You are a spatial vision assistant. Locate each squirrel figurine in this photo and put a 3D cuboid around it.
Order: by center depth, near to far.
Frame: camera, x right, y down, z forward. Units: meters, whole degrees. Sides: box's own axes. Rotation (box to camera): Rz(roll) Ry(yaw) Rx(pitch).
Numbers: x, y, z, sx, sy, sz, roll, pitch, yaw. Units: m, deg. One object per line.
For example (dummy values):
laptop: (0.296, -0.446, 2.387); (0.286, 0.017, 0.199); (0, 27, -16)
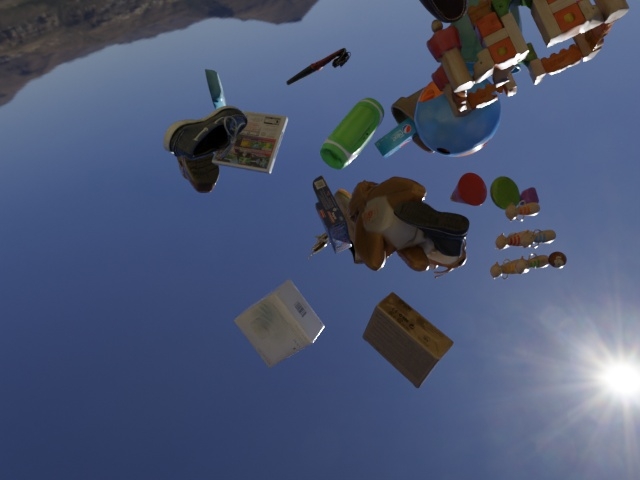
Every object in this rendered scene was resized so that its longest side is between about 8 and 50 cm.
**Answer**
squirrel figurine: (0.289, -0.045, 1.466); (0.370, 0.281, 0.397); (17, -167, -31)

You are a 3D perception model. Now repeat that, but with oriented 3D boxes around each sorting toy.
sorting toy: (0.628, -0.162, 1.662); (0.365, 0.127, 0.126); (3, 168, -21)

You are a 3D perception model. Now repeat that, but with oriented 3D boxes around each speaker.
speaker: (0.125, -0.411, 1.715); (0.131, 0.131, 0.296); (17, -119, 42)

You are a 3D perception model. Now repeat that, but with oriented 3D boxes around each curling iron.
curling iron: (-0.016, -0.603, 1.566); (0.274, 0.035, 0.068); (-9, -127, 35)

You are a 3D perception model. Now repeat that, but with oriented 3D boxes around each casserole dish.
casserole dish: (-0.328, -0.468, 1.419); (0.037, 0.114, 0.188); (-13, 177, -6)

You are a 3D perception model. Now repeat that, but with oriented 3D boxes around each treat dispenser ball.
treat dispenser ball: (0.471, -0.435, 1.546); (0.288, 0.288, 0.288); (-13, -147, 9)

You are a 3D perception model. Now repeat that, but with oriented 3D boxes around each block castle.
block castle: (0.522, -0.548, 1.202); (0.453, 0.213, 0.303); (-22, 171, 16)

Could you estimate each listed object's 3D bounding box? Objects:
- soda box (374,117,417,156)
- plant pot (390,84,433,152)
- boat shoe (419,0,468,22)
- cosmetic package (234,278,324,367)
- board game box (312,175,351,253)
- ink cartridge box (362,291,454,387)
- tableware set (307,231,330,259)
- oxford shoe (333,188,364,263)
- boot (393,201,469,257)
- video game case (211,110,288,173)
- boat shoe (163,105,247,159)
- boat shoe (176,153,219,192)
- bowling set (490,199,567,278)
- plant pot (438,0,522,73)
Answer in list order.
soda box: (0.335, -0.438, 1.881); (0.210, 0.071, 0.067); (-35, 170, 18)
plant pot: (0.459, -0.529, 1.839); (0.229, 0.263, 0.263); (-41, -146, 4)
boat shoe: (0.271, -0.657, 1.067); (0.123, 0.342, 0.123); (-24, -135, 20)
cosmetic package: (-0.153, 0.306, 1.646); (0.224, 0.224, 0.138); (-36, -178, 27)
board game box: (0.033, -0.059, 1.340); (0.060, 0.194, 0.194); (-23, -128, -2)
ink cartridge box: (0.256, 0.301, 1.354); (0.234, 0.193, 0.088); (40, -127, 22)
tableware set: (0.000, 0.000, 1.914); (0.128, 0.039, 0.194); (-36, -171, 21)
oxford shoe: (0.125, -0.065, 1.917); (0.132, 0.130, 0.364); (-20, -116, -14)
boot: (0.293, -0.021, 1.206); (0.197, 0.137, 0.077); (23, -120, 26)
video game case: (-0.215, -0.303, 1.359); (0.201, 0.023, 0.184); (13, -101, 20)
boat shoe: (-0.229, -0.234, 0.981); (0.079, 0.095, 0.254); (31, -150, 11)
boat shoe: (-0.449, -0.276, 1.609); (0.122, 0.120, 0.324); (-1, -134, -31)
bowling set: (0.689, 0.023, 1.480); (0.154, 0.287, 0.200); (-8, -159, -16)
plant pot: (0.558, -0.716, 1.530); (0.271, 0.255, 0.272); (3, -168, -1)
